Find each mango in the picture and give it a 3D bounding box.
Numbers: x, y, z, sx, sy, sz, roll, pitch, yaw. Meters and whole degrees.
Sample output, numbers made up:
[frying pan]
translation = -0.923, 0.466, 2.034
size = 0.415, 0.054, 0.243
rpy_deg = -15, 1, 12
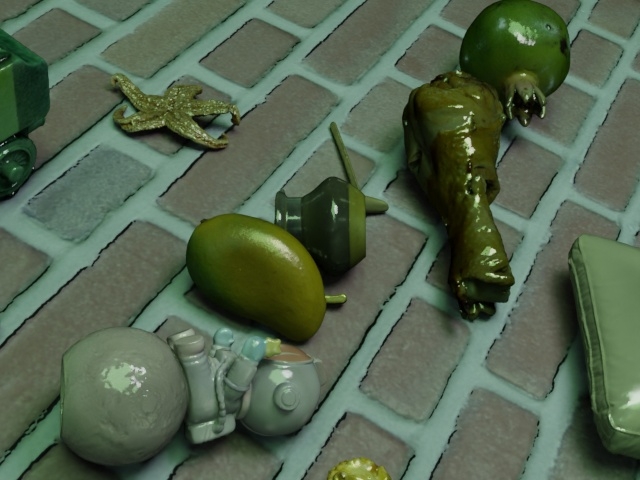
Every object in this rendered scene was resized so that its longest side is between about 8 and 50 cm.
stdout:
[mango]
translation = -0.074, 0.037, 1.028
size = 0.191, 0.122, 0.085
rpy_deg = 24, 8, 1

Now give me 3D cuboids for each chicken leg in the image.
[chicken leg]
translation = 0.204, -0.075, 1.183
size = 0.153, 0.201, 0.429
rpy_deg = -11, 54, 11

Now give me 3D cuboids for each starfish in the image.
[starfish]
translation = -0.224, -0.201, 1.247
size = 0.210, 0.053, 0.150
rpy_deg = 29, 44, 15

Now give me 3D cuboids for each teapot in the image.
[teapot]
translation = 0.000, 0.000, 1.088
size = 0.119, 0.130, 0.165
rpy_deg = -2, 80, 4

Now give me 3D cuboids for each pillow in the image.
[pillow]
translation = 0.444, 0.139, 1.061
size = 0.255, 0.120, 0.322
rpy_deg = 12, 45, -6

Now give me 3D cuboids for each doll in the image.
[doll]
translation = -0.128, 0.162, 0.897
size = 0.287, 0.151, 0.151
rpy_deg = 1, 48, -21

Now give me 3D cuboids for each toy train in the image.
[toy train]
translation = -0.467, -0.133, 1.002
size = 0.167, 0.238, 0.299
rpy_deg = 35, 51, 13

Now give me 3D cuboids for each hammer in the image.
[hammer]
translation = 0.051, -0.114, 1.256
size = 0.060, 0.028, 0.195
rpy_deg = 1, 47, -20

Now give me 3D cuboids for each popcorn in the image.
[popcorn]
translation = 0.041, 0.271, 0.887
size = 0.082, 0.057, 0.083
rpy_deg = -5, 47, -26

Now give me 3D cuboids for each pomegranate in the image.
[pomegranate]
translation = 0.321, -0.282, 1.370
size = 0.187, 0.187, 0.225
rpy_deg = 9, 51, -6
